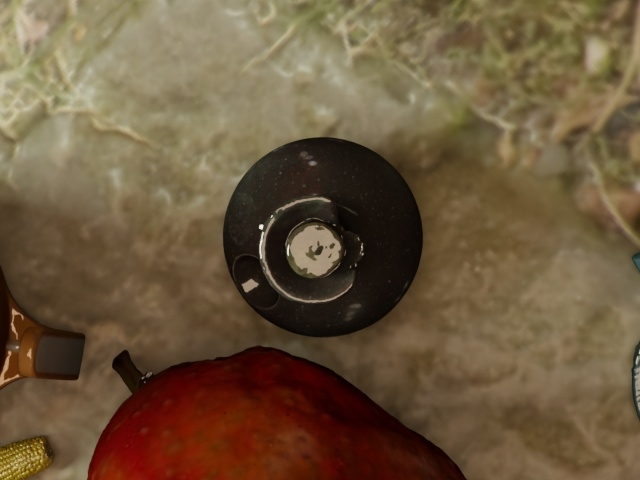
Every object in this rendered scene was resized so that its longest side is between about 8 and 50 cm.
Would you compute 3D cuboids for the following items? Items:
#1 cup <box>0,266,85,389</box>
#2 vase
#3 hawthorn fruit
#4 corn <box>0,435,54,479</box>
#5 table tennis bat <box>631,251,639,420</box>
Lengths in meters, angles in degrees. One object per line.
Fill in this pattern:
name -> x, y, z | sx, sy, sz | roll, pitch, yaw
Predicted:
cup -> -0.245, 0.050, 0.899 | 0.226, 0.264, 0.182 | 8, 85, -9
vase -> 0.000, 0.000, 0.913 | 0.120, 0.183, 0.120 | 0, 92, 2
hawthorn fruit -> -0.049, 0.156, 0.917 | 0.266, 0.230, 0.210 | 40, 81, 26
corn -> -0.210, 0.145, 1.009 | 0.083, 0.027, 0.028 | -21, 107, 1
table tennis bat -> 0.235, 0.075, 0.991 | 0.100, 0.019, 0.155 | -28, 93, 4
